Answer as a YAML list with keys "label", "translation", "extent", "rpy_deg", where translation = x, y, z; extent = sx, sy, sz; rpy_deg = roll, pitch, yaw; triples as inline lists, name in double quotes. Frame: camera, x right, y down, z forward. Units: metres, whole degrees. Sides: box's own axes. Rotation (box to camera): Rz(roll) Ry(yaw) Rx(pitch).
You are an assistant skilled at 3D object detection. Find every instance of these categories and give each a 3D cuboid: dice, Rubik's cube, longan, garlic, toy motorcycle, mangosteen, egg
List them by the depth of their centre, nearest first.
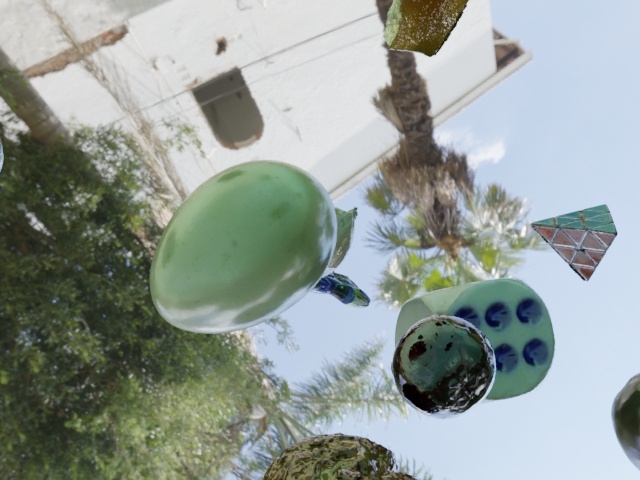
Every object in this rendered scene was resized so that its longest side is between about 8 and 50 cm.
- label: "egg"
  translation: [-0.094, 0.010, 0.654]
  extent: [0.254, 0.188, 0.189]
  rpy_deg: [-43, -136, -14]
- label: "mangosteen"
  translation: [0.170, 0.176, 0.759]
  extent: [0.153, 0.152, 0.152]
  rpy_deg: [-13, -137, 12]
- label: "longan"
  translation: [0.661, 0.349, 0.948]
  extent: [0.248, 0.248, 0.248]
  rpy_deg: [-13, -137, 12]
- label: "garlic"
  translation: [-0.003, 0.014, 1.010]
  extent: [0.195, 0.087, 0.101]
  rpy_deg: [-42, -141, 33]
- label: "dice"
  translation: [0.324, 0.222, 1.139]
  extent: [0.259, 0.251, 0.243]
  rpy_deg: [-3, -106, -17]
- label: "Rubik's cube"
  translation: [0.693, -0.014, 1.353]
  extent: [0.178, 0.190, 0.211]
  rpy_deg: [-42, -145, -24]
- label: "toy motorcycle"
  translation: [-0.005, 0.109, 1.464]
  extent: [0.113, 0.315, 0.169]
  rpy_deg: [-61, -155, 15]

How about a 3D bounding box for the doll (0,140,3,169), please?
- label: "doll"
  translation: [-0.538, -0.098, 0.643]
  extent: [0.215, 0.161, 0.257]
  rpy_deg: [15, -147, 19]

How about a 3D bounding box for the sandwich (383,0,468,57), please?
- label: "sandwich"
  translation: [0.191, -0.431, 0.939]
  extent: [0.163, 0.193, 0.058]
  rpy_deg: [-8, -128, -39]

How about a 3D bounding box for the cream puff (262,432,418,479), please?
- label: "cream puff"
  translation: [0.051, 0.396, 0.726]
  extent: [0.303, 0.303, 0.212]
  rpy_deg: [37, -80, 45]
